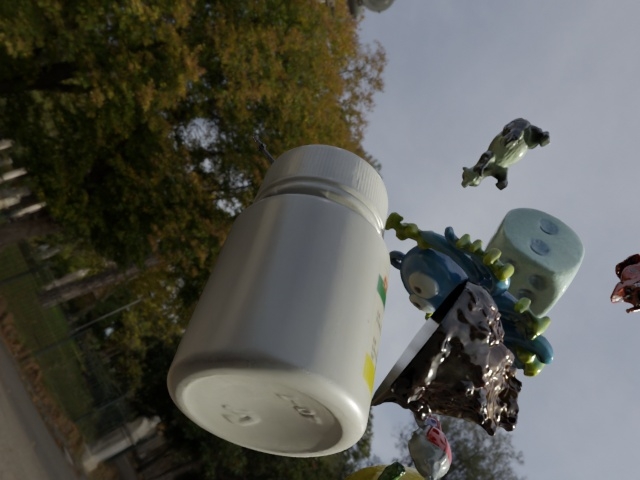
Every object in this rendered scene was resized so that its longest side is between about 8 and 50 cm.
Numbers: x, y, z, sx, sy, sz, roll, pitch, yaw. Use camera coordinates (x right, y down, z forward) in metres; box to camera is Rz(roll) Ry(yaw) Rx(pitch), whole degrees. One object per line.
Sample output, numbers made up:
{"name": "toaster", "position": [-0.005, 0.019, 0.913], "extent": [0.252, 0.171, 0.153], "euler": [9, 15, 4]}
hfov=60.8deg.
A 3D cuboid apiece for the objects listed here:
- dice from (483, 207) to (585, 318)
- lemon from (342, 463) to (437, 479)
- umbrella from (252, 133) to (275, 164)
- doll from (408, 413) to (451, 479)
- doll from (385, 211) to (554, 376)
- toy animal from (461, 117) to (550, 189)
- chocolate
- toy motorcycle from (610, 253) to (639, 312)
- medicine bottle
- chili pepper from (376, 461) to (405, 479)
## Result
{"name": "dice", "position": [0.658, 0.074, 1.759], "extent": [0.265, 0.262, 0.268], "euler": [32, -43, 13]}
{"name": "lemon", "position": [0.155, 0.633, 1.144], "extent": [0.336, 0.336, 0.336], "euler": [43, -33, 37]}
{"name": "umbrella", "position": [-0.109, -0.177, 1.128], "extent": [0.148, 0.022, 0.022], "euler": [51, -17, 34]}
{"name": "doll", "position": [0.211, 0.394, 1.048], "extent": [0.102, 0.075, 0.227], "euler": [50, 18, -6]}
{"name": "doll", "position": [0.255, 0.117, 0.978], "extent": [0.341, 0.099, 0.346], "euler": [36, -21, 31]}
{"name": "toy animal", "position": [0.435, -0.204, 1.322], "extent": [0.094, 0.121, 0.225], "euler": [35, -66, -13]}
{"name": "chocolate", "position": [0.213, 0.183, 0.758], "extent": [0.177, 0.224, 0.206], "euler": [37, -33, 9]}
{"name": "toy motorcycle", "position": [0.867, 0.114, 1.446], "extent": [0.171, 0.298, 0.089], "euler": [20, -61, 29]}
{"name": "medicine bottle", "position": [-0.025, 0.056, 0.654], "extent": [0.209, 0.339, 0.208], "euler": [9, -42, 8]}
{"name": "chili pepper", "position": [0.113, 0.456, 1.016], "extent": [0.055, 0.118, 0.035], "euler": [42, 8, -43]}
